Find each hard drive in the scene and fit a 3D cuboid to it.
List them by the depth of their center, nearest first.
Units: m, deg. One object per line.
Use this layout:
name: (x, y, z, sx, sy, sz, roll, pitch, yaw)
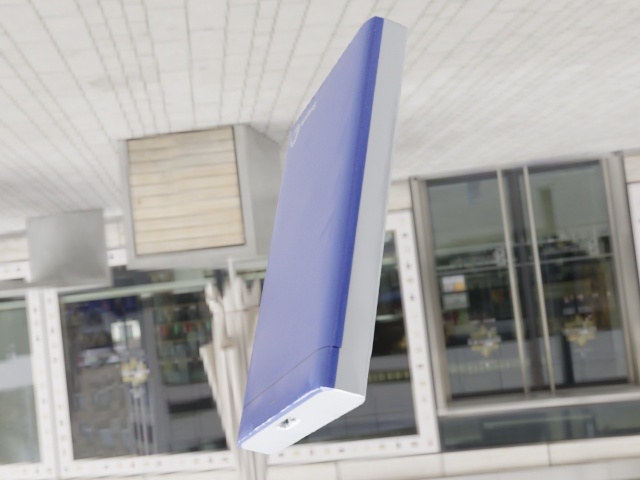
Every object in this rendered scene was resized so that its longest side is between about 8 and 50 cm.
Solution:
hard drive: (0.000, 0.000, 0.774, 0.040, 0.318, 0.210, 16, 152, -15)
